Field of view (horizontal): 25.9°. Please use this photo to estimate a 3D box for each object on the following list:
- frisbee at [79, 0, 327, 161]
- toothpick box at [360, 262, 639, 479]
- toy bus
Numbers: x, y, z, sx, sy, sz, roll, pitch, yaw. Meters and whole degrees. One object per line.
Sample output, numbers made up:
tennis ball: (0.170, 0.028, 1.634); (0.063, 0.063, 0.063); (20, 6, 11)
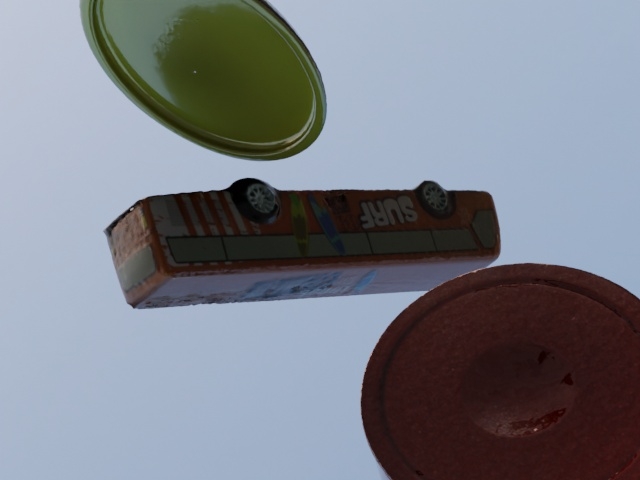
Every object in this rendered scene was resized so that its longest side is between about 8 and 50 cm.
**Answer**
frisbee: (-0.099, -0.154, 1.181); (0.236, 0.236, 0.017); (19, -123, 16)
toothpick box: (0.153, 0.196, 0.973); (0.204, 0.333, 0.204); (-7, -133, 8)
toy bus: (0.000, 0.000, 1.287); (0.409, 0.093, 0.092); (-2, -114, -38)
